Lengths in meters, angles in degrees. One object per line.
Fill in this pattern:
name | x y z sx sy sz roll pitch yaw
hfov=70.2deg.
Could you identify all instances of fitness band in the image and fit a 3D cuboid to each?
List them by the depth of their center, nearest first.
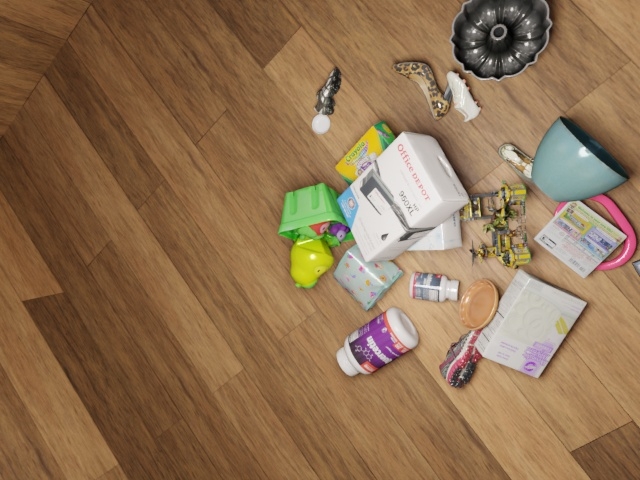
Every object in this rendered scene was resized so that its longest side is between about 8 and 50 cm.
fitness band | 0.951 -0.033 1.592 0.209 0.054 0.290 -34 83 19

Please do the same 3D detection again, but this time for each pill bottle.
pill bottle | 0.447 0.185 1.787 0.180 0.108 0.107 5 97 21
pill bottle | 0.226 0.424 1.860 0.323 0.181 0.181 -39 80 21

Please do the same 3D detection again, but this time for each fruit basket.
fruit basket | 0.000 0.000 1.815 0.283 0.392 0.392 -13 90 23

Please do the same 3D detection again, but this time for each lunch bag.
lunch bag | 0.177 0.151 1.866 0.223 0.160 0.262 44 142 13

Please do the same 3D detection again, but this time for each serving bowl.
serving bowl | 0.007 -0.497 1.950 0.083 0.027 0.083 2 96 23

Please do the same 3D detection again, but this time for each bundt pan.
bundt pan | 0.633 -0.721 1.618 0.331 0.124 0.330 2 96 22

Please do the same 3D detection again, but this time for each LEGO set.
LEGO set | 0.599 -0.050 1.623 0.192 0.255 0.331 -6 101 0

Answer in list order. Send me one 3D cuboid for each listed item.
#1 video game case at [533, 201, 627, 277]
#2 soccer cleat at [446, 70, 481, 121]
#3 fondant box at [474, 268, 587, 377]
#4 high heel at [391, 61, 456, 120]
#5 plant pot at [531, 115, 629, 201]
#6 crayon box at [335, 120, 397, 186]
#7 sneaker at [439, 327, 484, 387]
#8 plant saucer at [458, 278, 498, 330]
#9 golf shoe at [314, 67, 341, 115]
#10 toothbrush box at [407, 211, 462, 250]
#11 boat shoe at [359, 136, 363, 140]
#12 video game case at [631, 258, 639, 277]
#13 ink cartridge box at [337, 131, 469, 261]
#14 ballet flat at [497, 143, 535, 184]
video game case | 0.892 -0.010 1.574 0.212 0.023 0.193 42 106 14
soccer cleat | 0.517 -0.532 1.687 0.076 0.068 0.196 -37 104 6
fondant box | 0.745 0.300 1.631 0.238 0.096 0.330 23 106 -8
high heel | 0.378 -0.575 1.750 0.261 0.093 0.186 18 95 11
plant pot | 0.827 -0.241 1.515 0.290 0.290 0.195 48 126 12
crayon box | 0.198 -0.314 1.790 0.165 0.081 0.278 52 138 4
sneaker | 0.562 0.417 1.765 0.121 0.112 0.299 31 97 -25
plant saucer | 0.595 0.243 1.703 0.037 0.200 0.200 22 105 -16
golf shoe | 0.025 -0.626 1.906 0.094 0.077 0.198 18 92 33
toothbrush box | 0.370 -0.073 1.726 0.296 0.126 0.216 -1 95 48
boat shoe | 0.245 -0.340 1.836 0.233 0.084 0.079 38 107 12
video game case | 1.224 0.102 1.503 0.274 0.026 0.196 -29 84 21
ink cartridge box | 0.273 -0.143 1.602 0.395 0.166 0.285 -44 61 42
ballet flat | 0.731 -0.273 1.648 0.213 0.068 0.072 42 108 14
